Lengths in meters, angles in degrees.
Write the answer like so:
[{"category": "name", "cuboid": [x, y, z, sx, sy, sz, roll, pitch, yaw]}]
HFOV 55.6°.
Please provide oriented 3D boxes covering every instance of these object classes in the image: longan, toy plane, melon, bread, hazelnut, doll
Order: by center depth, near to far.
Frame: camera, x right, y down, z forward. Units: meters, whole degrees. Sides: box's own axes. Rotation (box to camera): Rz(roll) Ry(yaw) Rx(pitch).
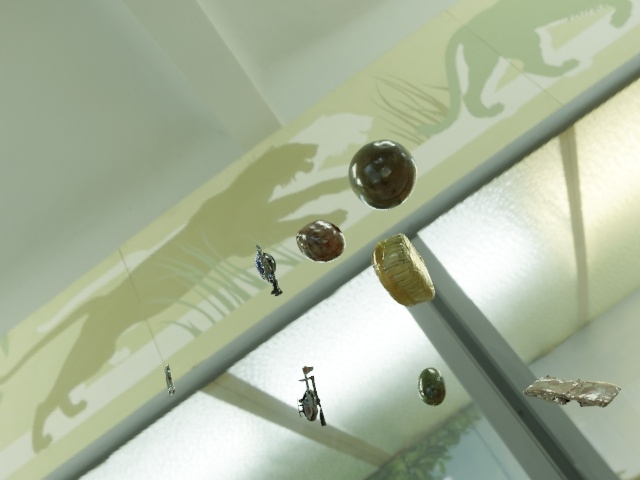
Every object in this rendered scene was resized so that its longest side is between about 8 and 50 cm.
[{"category": "bread", "cuboid": [0.202, 0.079, 1.512, 0.106, 0.140, 0.236, -23, -36, 15]}, {"category": "hazelnut", "cuboid": [0.000, 0.000, 1.900, 0.143, 0.154, 0.143, -19, -62, -41]}, {"category": "toy plane", "cuboid": [-0.034, 0.504, 1.969, 0.078, 0.197, 0.053, -17, -11, 33]}, {"category": "doll", "cuboid": [-0.182, 0.096, 2.082, 0.070, 0.195, 0.096, -25, -15, 1]}, {"category": "longan", "cuboid": [0.219, -0.230, 2.138, 0.258, 0.258, 0.258, -22, -36, -17]}, {"category": "melon", "cuboid": [0.447, 0.589, 2.434, 0.114, 0.167, 0.114, 0, -42, 0]}]

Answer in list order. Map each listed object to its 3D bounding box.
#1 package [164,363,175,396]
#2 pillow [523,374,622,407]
[{"category": "package", "cuboid": [-0.497, 0.457, 1.996, 0.015, 0.110, 0.037, 11, -48, -41]}, {"category": "pillow", "cuboid": [0.734, 0.443, 1.772, 0.135, 0.248, 0.049, -20, -76, -45]}]
